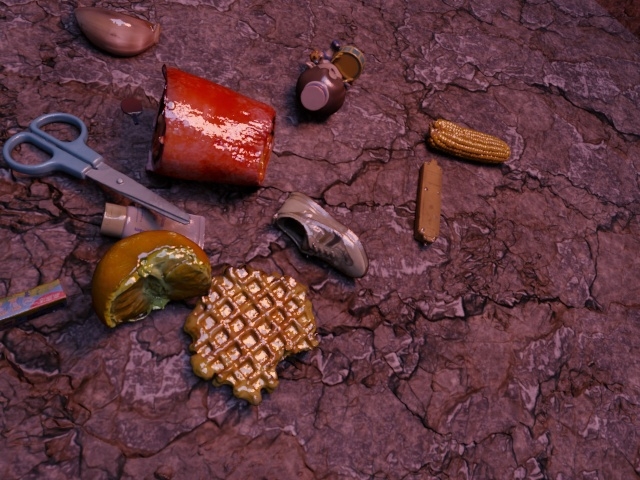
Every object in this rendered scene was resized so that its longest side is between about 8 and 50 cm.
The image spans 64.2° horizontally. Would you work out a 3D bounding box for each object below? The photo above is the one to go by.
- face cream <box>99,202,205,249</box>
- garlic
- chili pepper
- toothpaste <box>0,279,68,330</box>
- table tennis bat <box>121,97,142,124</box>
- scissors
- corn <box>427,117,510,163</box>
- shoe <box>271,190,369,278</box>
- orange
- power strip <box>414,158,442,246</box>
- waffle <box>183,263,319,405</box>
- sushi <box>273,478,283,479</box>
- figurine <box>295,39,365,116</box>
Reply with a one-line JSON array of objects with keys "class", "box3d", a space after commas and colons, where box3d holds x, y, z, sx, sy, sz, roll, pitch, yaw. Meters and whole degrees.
[{"class": "face cream", "box3d": [-0.368, -0.029, 1.140, 0.224, 0.070, 0.114, 12, 60, -26]}, {"class": "garlic", "box3d": [-0.562, -0.564, 1.323, 0.267, 0.148, 0.128, 22, 94, -14]}, {"class": "chili pepper", "box3d": [-0.243, -0.253, 1.206, 0.306, 0.229, 0.251, 10, 44, -16]}, {"class": "toothpaste", "box3d": [-0.584, 0.130, 0.959, 0.194, 0.070, 0.044, -22, 72, -29]}, {"class": "table tennis bat", "box3d": [-0.470, -0.325, 1.280, 0.050, 0.007, 0.083, -12, 67, -27]}, {"class": "scissors", "box3d": [-0.474, -0.144, 1.123, 0.447, 0.029, 0.192, 28, 54, 8]}, {"class": "corn", "box3d": [0.463, -0.300, 1.589, 0.292, 0.101, 0.101, 12, 60, -20]}, {"class": "shoe", "box3d": [0.000, 0.000, 1.245, 0.275, 0.103, 0.098, 40, 58, 9]}, {"class": "orange", "box3d": [-0.345, 0.064, 1.022, 0.237, 0.179, 0.158, -26, 71, -23]}, {"class": "power strip", "box3d": [0.307, -0.107, 1.454, 0.064, 0.044, 0.305, 19, 57, -12]}, {"class": "waffle", "box3d": [-0.142, 0.191, 1.111, 0.282, 0.058, 0.300, 27, 59, -5]}, {"class": "sushi", "box3d": [-0.132, 0.564, 0.829, 0.348, 0.207, 0.234, -41, 39, -25]}, {"class": "figurine", "box3d": [0.018, -0.444, 1.445, 0.161, 0.158, 0.275, 55, 45, -37]}]
